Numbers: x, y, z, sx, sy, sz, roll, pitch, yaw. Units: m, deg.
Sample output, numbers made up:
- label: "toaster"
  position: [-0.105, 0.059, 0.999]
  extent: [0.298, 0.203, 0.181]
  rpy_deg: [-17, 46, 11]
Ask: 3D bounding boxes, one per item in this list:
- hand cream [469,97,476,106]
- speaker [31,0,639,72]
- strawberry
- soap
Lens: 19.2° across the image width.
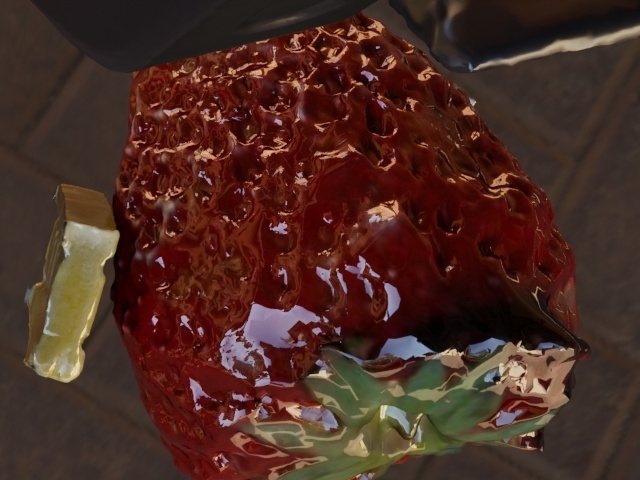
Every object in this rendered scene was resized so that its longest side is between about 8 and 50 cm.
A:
- label: "hand cream"
  position: [0.012, -0.067, 1.522]
  extent: [0.133, 0.248, 0.083]
  rpy_deg: [21, 51, -13]
- label: "speaker"
  position: [0.003, -0.124, 0.658]
  extent: [0.180, 0.388, 0.184]
  rpy_deg: [-14, 89, -21]
- label: "strawberry"
  position: [0.007, 0.012, 1.217]
  extent: [0.292, 0.291, 0.310]
  rpy_deg: [2, 45, -16]
- label: "soap"
  position: [-0.159, 0.021, 1.189]
  extent: [0.037, 0.252, 0.092]
  rpy_deg: [14, 95, -10]
